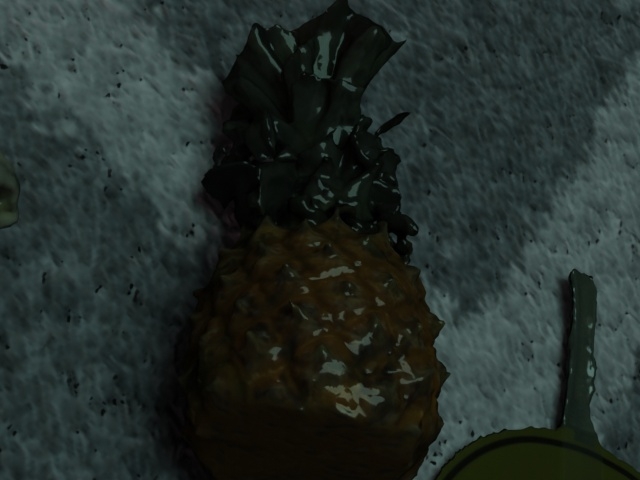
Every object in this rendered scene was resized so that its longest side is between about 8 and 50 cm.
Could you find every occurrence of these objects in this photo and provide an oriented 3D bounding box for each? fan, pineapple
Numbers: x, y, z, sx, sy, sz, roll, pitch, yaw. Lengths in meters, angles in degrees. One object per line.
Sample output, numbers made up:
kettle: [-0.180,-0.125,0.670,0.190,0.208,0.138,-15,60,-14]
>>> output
fan: [0.138,0.164,1.003,0.229,0.011,0.335,23,56,-27]
pineapple: [-0.001,-0.001,0.912,0.128,0.128,0.248,23,50,-27]

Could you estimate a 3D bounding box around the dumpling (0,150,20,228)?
dumpling: [-0.209,-0.045,0.788,0.134,0.100,0.169,48,42,15]
